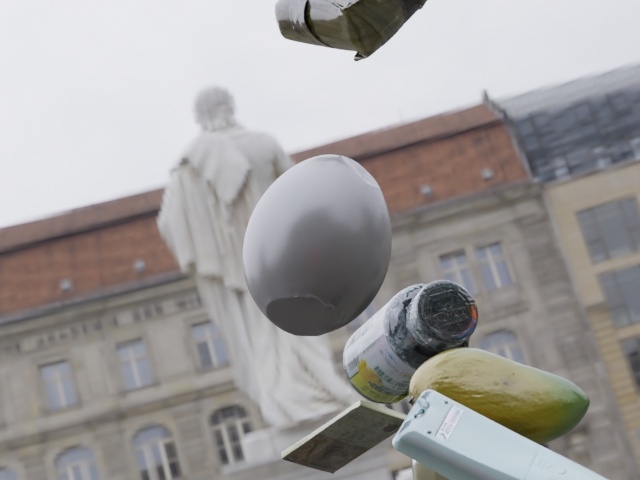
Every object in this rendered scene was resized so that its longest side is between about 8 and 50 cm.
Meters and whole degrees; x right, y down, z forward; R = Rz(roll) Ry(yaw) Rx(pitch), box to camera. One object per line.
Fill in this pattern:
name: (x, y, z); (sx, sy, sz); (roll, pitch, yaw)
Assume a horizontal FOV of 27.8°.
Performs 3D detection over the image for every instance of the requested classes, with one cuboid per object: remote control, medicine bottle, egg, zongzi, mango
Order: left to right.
egg: (0.000, 0.000, 1.551); (0.176, 0.231, 0.176); (14, -35, 10)
zongzi: (0.066, -0.369, 1.874); (0.242, 0.112, 0.221); (-43, 36, -22)
medicine bottle: (0.144, 0.155, 2.032); (0.141, 0.141, 0.293); (-9, -19, -23)
mango: (0.238, 0.219, 1.755); (0.238, 0.137, 0.091); (15, -38, 16)
remote control: (0.224, 0.248, 1.371); (0.103, 0.293, 0.051); (-50, -18, -53)

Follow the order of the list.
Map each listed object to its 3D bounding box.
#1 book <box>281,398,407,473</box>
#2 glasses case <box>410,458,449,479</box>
book: (0.045, 0.346, 2.270); (0.199, 0.016, 0.138); (-38, -42, 28)
glasses case: (0.192, 0.395, 2.206); (0.070, 0.131, 0.313); (-6, 2, 3)
